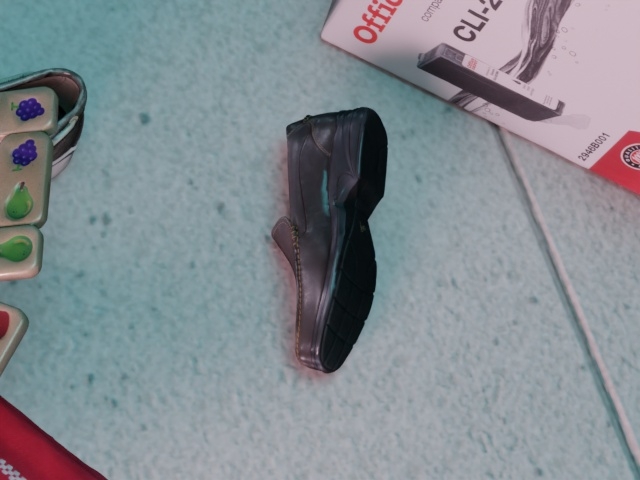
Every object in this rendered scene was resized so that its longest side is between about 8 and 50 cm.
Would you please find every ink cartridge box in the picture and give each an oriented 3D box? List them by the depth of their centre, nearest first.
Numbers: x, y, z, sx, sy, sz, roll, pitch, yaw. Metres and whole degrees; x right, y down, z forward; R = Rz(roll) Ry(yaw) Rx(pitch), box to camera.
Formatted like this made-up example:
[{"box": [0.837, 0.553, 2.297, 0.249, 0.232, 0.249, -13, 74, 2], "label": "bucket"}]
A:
[{"box": [0.162, -0.161, 1.159, 0.272, 0.197, 0.114, 26, 60, -7], "label": "ink cartridge box"}]

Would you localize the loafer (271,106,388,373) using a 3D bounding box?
[{"box": [0.000, 0.000, 1.114, 0.061, 0.062, 0.170, 0, 67, 23], "label": "loafer"}]

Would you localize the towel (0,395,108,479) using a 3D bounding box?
[{"box": [-0.264, 0.158, 0.919, 0.199, 0.031, 0.275, 36, 57, 18], "label": "towel"}]

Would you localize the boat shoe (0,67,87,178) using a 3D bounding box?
[{"box": [-0.230, -0.040, 1.031, 0.219, 0.070, 0.078, -34, 81, -30], "label": "boat shoe"}]

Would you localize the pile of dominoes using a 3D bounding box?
[{"box": [-0.269, 0.005, 0.946, 0.251, 0.040, 0.196, -6, 59, 9], "label": "pile of dominoes"}]
